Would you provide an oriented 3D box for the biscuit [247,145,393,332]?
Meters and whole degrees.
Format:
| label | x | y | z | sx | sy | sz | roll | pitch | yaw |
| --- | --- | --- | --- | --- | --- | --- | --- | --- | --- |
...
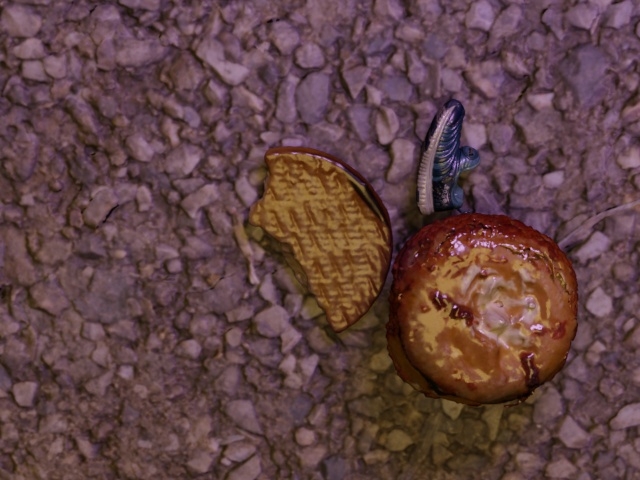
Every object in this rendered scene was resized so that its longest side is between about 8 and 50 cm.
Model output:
| label | x | y | z | sx | sy | sz | roll | pitch | yaw |
| --- | --- | --- | --- | --- | --- | --- | --- | --- | --- |
| biscuit | 0.000 | 0.000 | 1.918 | 0.176 | 0.031 | 0.228 | 3 | 108 | 0 |

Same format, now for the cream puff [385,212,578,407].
| label | x | y | z | sx | sy | sz | roll | pitch | yaw |
| --- | --- | --- | --- | --- | --- | --- | --- | --- | --- |
| cream puff | 0.185 | 0.081 | 1.875 | 0.240 | 0.164 | 0.240 | -2 | 100 | -13 |

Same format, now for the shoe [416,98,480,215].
| label | x | y | z | sx | sy | sz | roll | pitch | yaw |
| --- | --- | --- | --- | --- | --- | --- | --- | --- | --- |
| shoe | 0.152 | -0.095 | 1.873 | 0.071 | 0.064 | 0.142 | 7 | 109 | -1 |
